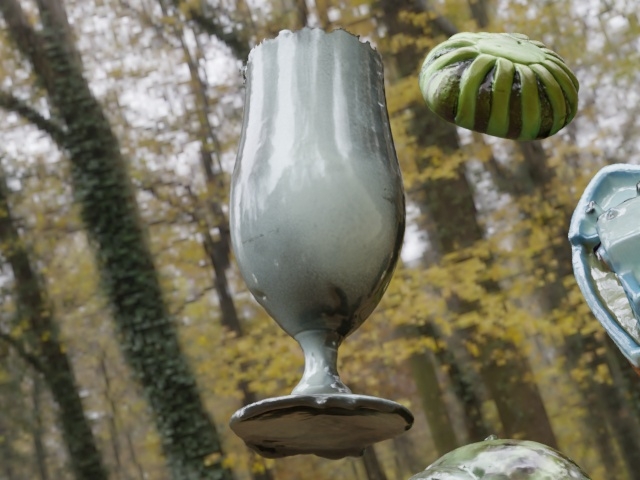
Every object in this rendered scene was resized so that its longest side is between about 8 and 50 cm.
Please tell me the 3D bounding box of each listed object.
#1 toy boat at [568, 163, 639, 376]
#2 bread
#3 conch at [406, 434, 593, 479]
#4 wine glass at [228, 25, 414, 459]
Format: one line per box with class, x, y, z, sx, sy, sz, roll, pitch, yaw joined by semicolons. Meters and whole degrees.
toy boat;0.292;0.003;1.103;0.145;0.133;0.332;-24;18;11
bread;0.153;-0.136;1.062;0.139;0.130;0.071;9;-56;-9
conch;0.098;0.179;0.697;0.124;0.187;0.181;-19;-58;-4
wine glass;0.000;0.000;0.678;0.103;0.222;0.103;0;-23;0
